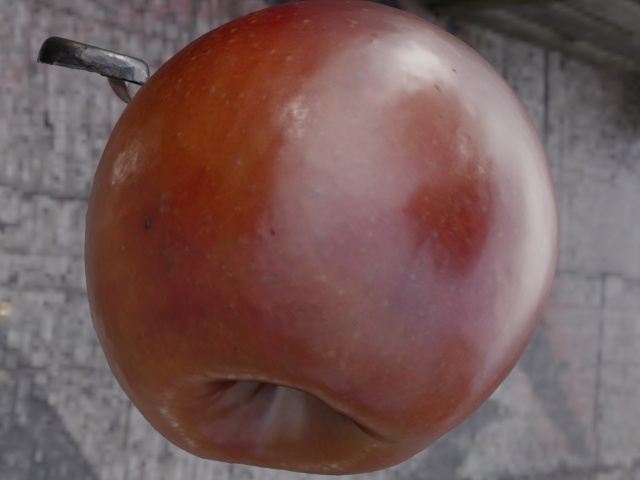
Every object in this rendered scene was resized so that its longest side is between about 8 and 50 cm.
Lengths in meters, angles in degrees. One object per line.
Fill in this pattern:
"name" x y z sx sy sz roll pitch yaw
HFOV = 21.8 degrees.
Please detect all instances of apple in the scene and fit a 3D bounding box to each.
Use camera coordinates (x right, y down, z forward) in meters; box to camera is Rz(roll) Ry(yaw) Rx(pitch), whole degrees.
"apple" 0.000 0.000 0.775 0.218 0.218 0.201 53 38 -49

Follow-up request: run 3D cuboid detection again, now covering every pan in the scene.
"pan" -0.215 -0.174 1.717 0.212 0.114 0.040 29 77 -77
